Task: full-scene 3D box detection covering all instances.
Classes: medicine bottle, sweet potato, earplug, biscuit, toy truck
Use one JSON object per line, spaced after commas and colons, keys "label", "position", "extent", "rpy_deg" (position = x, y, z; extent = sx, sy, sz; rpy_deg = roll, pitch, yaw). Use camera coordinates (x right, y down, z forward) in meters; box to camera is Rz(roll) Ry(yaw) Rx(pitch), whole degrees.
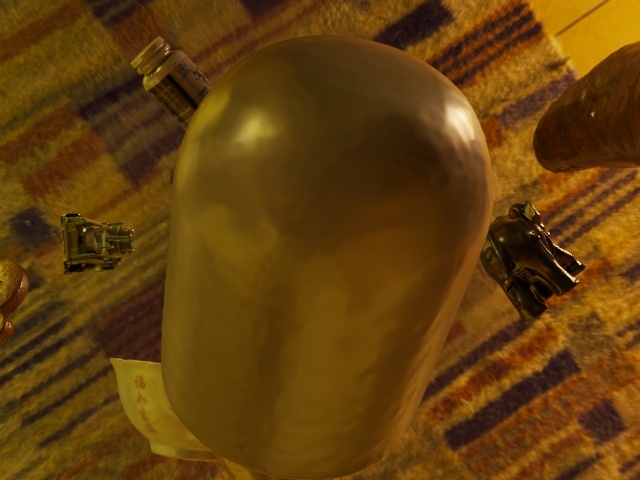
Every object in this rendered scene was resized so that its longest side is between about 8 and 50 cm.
{"label": "medicine bottle", "position": [-0.281, -0.306, 1.222], "extent": [0.107, 0.107, 0.191], "rpy_deg": [-44, 116, -2]}
{"label": "sweet potato", "position": [0.207, -0.078, 0.379], "extent": [0.097, 0.292, 0.097], "rpy_deg": [0, 96, 4]}
{"label": "earplug", "position": [0.000, 0.000, 0.623], "extent": [0.313, 0.312, 0.394], "rpy_deg": [10, 127, -3]}
{"label": "biscuit", "position": [-0.574, 0.129, 1.010], "extent": [0.180, 0.039, 0.236], "rpy_deg": [-5, 46, 20]}
{"label": "toy truck", "position": [-0.493, 0.010, 1.406], "extent": [0.135, 0.259, 0.128], "rpy_deg": [-7, 86, -4]}

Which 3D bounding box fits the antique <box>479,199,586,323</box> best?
{"label": "antique", "position": [0.534, 0.038, 1.585], "extent": [0.255, 0.322, 0.185], "rpy_deg": [50, 122, 12]}

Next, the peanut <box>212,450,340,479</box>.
{"label": "peanut", "position": [-0.098, 0.339, 1.068], "extent": [0.169, 0.192, 0.387], "rpy_deg": [-36, 76, 12]}

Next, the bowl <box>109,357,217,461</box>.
{"label": "bowl", "position": [-0.281, 0.394, 1.405], "extent": [0.435, 0.435, 0.196], "rpy_deg": [7, 75, -3]}
